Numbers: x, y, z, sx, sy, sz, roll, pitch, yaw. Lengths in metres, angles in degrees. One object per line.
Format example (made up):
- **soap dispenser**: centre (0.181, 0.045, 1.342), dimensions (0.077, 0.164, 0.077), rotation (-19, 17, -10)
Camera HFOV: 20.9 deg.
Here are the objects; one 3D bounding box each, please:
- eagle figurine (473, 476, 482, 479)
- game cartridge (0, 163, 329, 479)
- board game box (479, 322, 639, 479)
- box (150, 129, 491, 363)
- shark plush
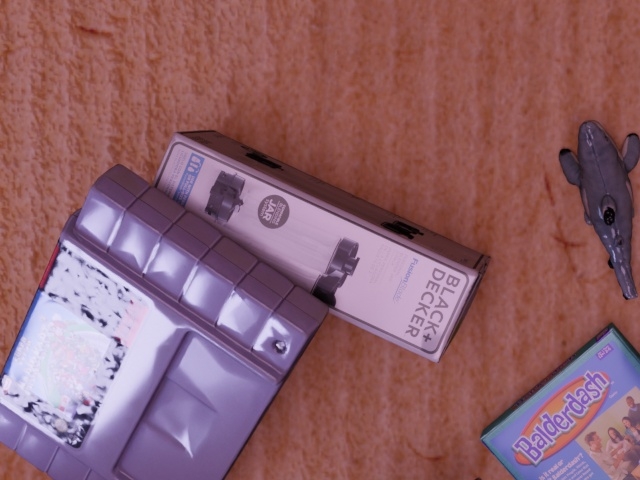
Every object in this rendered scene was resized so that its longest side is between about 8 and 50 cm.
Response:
- **eagle figurine**: centre (0.050, 0.363, 1.552), dimensions (0.298, 0.226, 0.225), rotation (-21, 71, 14)
- **game cartridge**: centre (-0.160, 0.118, 1.536), dimensions (0.230, 0.068, 0.355), rotation (31, 131, 2)
- **board game box**: centre (0.272, 0.205, 1.573), dimensions (0.160, 0.047, 0.210), rotation (-41, 88, 10)
- **box**: centre (0.000, 0.000, 1.537), dimensions (0.290, 0.169, 0.087), rotation (24, 98, 5)
- **shark plush**: centre (0.250, -0.027, 1.548), dimensions (0.073, 0.067, 0.161), rotation (-1, 94, 8)
